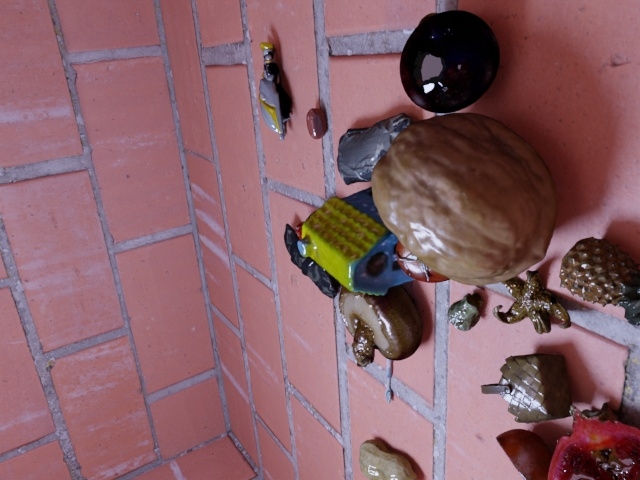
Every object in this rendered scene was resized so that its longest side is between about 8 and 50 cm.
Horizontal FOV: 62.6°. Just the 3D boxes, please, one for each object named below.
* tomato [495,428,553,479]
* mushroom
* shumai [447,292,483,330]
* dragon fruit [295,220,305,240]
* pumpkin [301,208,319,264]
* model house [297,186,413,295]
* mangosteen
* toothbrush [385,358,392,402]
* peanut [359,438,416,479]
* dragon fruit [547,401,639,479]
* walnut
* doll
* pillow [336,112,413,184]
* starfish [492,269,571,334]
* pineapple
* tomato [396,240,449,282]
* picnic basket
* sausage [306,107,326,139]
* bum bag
[{"bbox_3d":[0.467,0.493,1.101,0.225,0.085,0.225,57,-176,-6],"label":"tomato"},{"bbox_3d":[0.166,0.223,1.494,0.297,0.163,0.278,30,121,51],"label":"mushroom"},{"bbox_3d":[0.336,0.158,1.228,0.082,0.083,0.080,4,137,22],"label":"shumai"},{"bbox_3d":[0.000,0.000,1.767,0.190,0.094,0.094,42,145,7],"label":"dragon fruit"},{"bbox_3d":[0.027,-0.008,1.641,0.194,0.150,0.194,19,136,20],"label":"pumpkin"},{"bbox_3d":[0.109,0.003,1.341,0.237,0.303,0.216,39,143,46],"label":"model house"},{"bbox_3d":[0.244,-0.361,1.034,0.230,0.194,0.194,-95,14,-45],"label":"mangosteen"},{"bbox_3d":[0.212,0.394,1.638,0.027,0.021,0.269,-115,20,-66],"label":"toothbrush"},{"bbox_3d":[0.208,0.738,1.719,0.274,0.125,0.111,-2,103,62],"label":"peanut"},{"bbox_3d":[0.538,0.404,0.969,0.262,0.134,0.212,-31,57,32],"label":"dragon fruit"},{"bbox_3d":[0.272,-0.072,0.988,0.344,0.306,0.306,42,140,30],"label":"walnut"},{"bbox_3d":[-0.155,-0.490,1.749,0.145,0.103,0.316,8,106,64],"label":"doll"},{"bbox_3d":[0.130,-0.231,1.370,0.335,0.092,0.162,-1,76,63],"label":"pillow"},{"bbox_3d":[0.422,0.119,1.059,0.190,0.074,0.146,16,119,58],"label":"starfish"},{"bbox_3d":[0.516,0.097,0.827,0.277,0.130,0.119,36,147,47],"label":"pineapple"},{"bbox_3d":[0.266,0.020,1.207,0.167,0.167,0.167,37,135,48],"label":"tomato"},{"bbox_3d":[0.421,0.310,1.099,0.178,0.128,0.138,-26,61,52],"label":"picnic basket"},{"bbox_3d":[-0.012,-0.356,1.601,0.054,0.059,0.094,-120,21,-70],"label":"sausage"},{"bbox_3d":[-0.045,0.068,1.852,0.340,0.095,0.144,48,161,41],"label":"bum bag"}]
